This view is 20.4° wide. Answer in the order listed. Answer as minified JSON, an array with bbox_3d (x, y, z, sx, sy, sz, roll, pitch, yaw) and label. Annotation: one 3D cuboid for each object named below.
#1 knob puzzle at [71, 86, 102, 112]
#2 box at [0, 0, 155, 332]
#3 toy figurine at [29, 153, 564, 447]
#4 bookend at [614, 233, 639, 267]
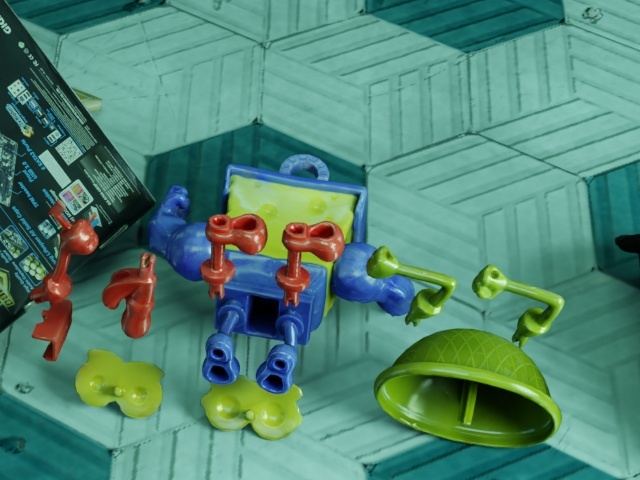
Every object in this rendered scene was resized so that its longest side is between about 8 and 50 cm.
[{"bbox_3d":[-0.291,-0.134,1.405,0.213,0.030,0.213,15,17,-5],"label":"knob puzzle"},{"bbox_3d":[-0.250,-0.060,1.297,0.175,0.051,0.220,-43,102,-33],"label":"box"},{"bbox_3d":[0.000,0.000,1.246,0.363,0.191,0.217,8,42,6],"label":"toy figurine"},{"bbox_3d":[0.271,0.069,1.237,0.072,0.156,0.157,-8,3,-8],"label":"bookend"}]
